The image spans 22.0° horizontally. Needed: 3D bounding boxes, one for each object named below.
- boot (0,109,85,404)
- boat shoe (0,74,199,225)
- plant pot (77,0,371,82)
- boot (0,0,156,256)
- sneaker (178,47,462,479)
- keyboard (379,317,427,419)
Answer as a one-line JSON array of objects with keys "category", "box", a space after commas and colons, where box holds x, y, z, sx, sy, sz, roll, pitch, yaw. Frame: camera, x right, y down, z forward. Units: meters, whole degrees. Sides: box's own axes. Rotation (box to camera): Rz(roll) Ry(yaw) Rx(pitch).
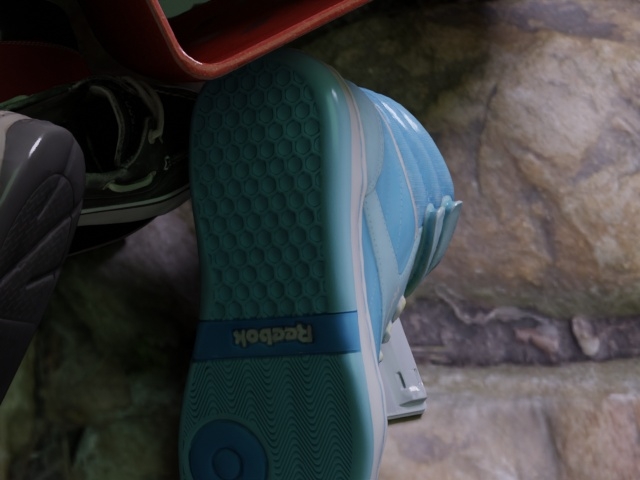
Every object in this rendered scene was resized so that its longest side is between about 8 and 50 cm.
[{"category": "boot", "box": [-0.311, 0.063, 0.768, 0.284, 0.138, 0.377, 26, 87, 11]}, {"category": "boat shoe", "box": [-0.118, -0.052, 0.909, 0.219, 0.070, 0.077, -24, 76, -50]}, {"category": "plant pot", "box": [-0.055, -0.242, 0.938, 0.267, 0.236, 0.267, -29, 97, -21]}, {"category": "boot", "box": [-0.219, -0.062, 0.945, 0.244, 0.088, 0.176, -20, 75, -46]}, {"category": "sneaker", "box": [0.015, 0.051, 0.988, 0.208, 0.127, 0.319, -2, 96, -65]}, {"category": "keyboard", "box": [0.000, 0.000, 1.088, 0.072, 0.014, 0.256, -9, 68, -29]}]
